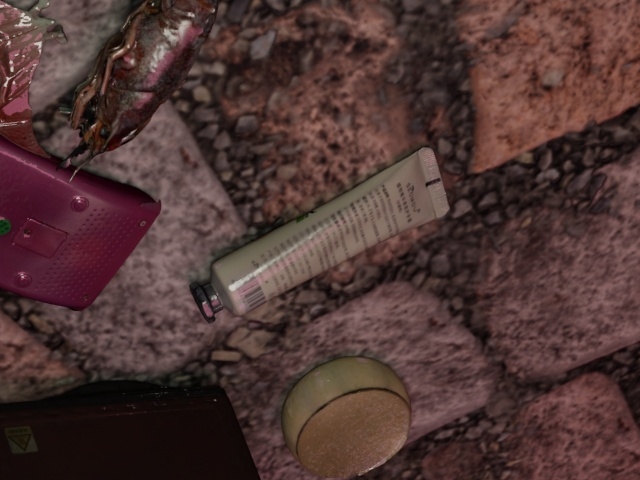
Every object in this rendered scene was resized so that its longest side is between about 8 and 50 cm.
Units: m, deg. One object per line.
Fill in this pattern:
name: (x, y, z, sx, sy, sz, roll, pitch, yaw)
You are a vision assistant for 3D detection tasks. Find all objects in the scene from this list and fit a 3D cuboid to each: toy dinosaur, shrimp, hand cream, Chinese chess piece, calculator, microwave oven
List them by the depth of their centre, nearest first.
toy dinosaur: (-0.242, -0.145, 1.354, 0.108, 0.032, 0.220, -25, 124, 1)
shrimp: (-0.141, -0.121, 1.393, 0.075, 0.073, 0.190, 23, 110, -31)
calculator: (-0.232, -0.013, 1.467, 0.190, 0.034, 0.126, 23, 117, -35)
hand cream: (0.000, 0.000, 1.576, 0.234, 0.050, 0.080, -27, 133, -8)
microwave oven: (-0.185, 0.241, 1.597, 0.247, 0.188, 0.178, -3, 134, -27)
Chinese chess piece: (0.024, 0.162, 1.713, 0.122, 0.051, 0.122, -13, 133, -14)
